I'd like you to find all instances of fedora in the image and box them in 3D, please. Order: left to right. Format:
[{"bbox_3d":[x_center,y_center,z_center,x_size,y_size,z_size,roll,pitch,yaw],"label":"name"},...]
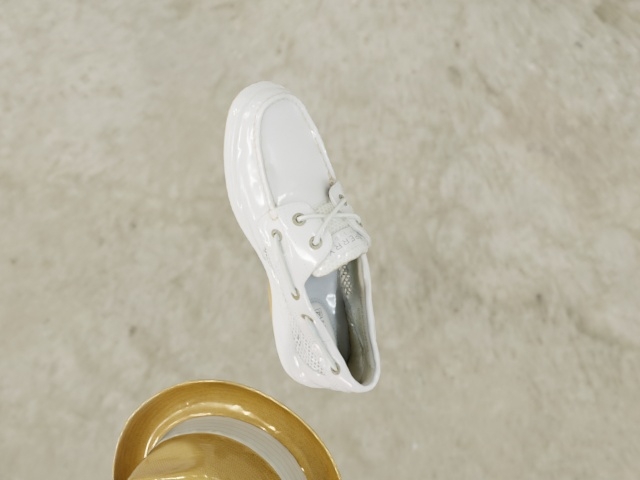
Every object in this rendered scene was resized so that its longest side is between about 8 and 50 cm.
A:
[{"bbox_3d":[-0.079,0.196,0.973,0.194,0.079,0.194,4,99,22],"label":"fedora"}]

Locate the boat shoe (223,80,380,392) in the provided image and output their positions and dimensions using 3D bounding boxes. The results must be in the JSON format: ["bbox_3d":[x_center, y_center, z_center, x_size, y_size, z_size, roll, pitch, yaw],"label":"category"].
[{"bbox_3d":[0.000,0.000,1.119,0.098,0.096,0.277,-30,115,-33],"label":"boat shoe"}]
